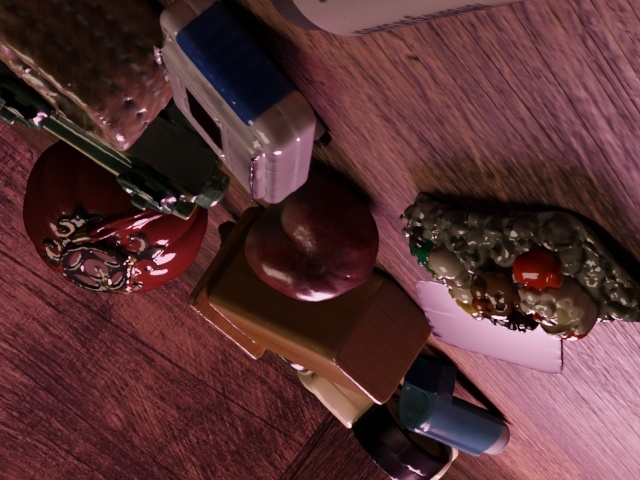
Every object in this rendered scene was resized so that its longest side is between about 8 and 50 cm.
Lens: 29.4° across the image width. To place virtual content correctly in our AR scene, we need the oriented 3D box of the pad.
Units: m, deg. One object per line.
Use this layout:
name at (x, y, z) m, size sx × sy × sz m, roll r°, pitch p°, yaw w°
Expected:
pad at (0.134, 0.060, 1.439) m, size 0.323 × 0.055 × 0.250 m, roll 34°, pitch 169°, yaw 21°

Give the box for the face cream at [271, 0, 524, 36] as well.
face cream at (0.037, -0.164, 0.689) m, size 0.092 × 0.092 × 0.311 m, roll 42°, pitch 170°, yaw -20°

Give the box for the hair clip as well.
hair clip at (0.162, 0.032, 1.120) m, size 0.138 × 0.091 × 0.321 m, roll 44°, pitch 167°, yaw -18°

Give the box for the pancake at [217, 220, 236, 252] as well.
pancake at (-0.118, 0.070, 2.104) m, size 0.222 × 0.042 × 0.236 m, roll 61°, pitch -168°, yaw -10°

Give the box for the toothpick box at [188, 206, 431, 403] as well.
toothpick box at (-0.009, 0.102, 1.806) m, size 0.308 × 0.190 × 0.187 m, roll 20°, pitch 160°, yaw 45°

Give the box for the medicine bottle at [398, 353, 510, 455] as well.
medicine bottle at (0.223, 0.278, 1.997) m, size 0.079 × 0.124 × 0.258 m, roll 17°, pitch 170°, yaw 47°

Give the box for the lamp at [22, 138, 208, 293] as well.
lamp at (-0.334, -0.045, 1.990) m, size 0.303 × 0.257 × 0.303 m, roll 7°, pitch 137°, yaw 6°

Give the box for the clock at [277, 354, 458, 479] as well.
clock at (0.073, 0.257, 2.070) m, size 0.379 × 0.120 × 0.276 m, roll 48°, pitch -167°, yaw 6°

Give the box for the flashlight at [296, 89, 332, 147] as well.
flashlight at (-0.015, -0.125, 1.238) m, size 0.018 × 0.018 × 0.083 m, roll 35°, pitch 171°, yaw 42°

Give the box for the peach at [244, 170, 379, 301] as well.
peach at (0.000, 0.000, 1.424) m, size 0.152 × 0.152 × 0.152 m, roll 37°, pitch 170°, yaw 8°

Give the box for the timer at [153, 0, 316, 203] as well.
timer at (-0.086, -0.132, 1.208) m, size 0.178 × 0.078 × 0.253 m, roll 49°, pitch 172°, yaw 8°

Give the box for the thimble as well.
thimble at (-0.260, -0.213, 1.333) m, size 0.196 × 0.148 × 0.229 m, roll 28°, pitch 167°, yaw 43°

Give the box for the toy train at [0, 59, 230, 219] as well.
toy train at (-0.288, -0.162, 1.591) m, size 0.369 × 0.150 × 0.237 m, roll 34°, pitch 175°, yaw -17°
